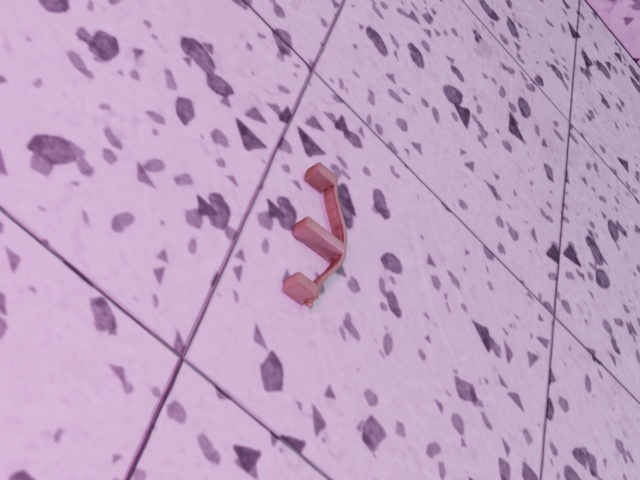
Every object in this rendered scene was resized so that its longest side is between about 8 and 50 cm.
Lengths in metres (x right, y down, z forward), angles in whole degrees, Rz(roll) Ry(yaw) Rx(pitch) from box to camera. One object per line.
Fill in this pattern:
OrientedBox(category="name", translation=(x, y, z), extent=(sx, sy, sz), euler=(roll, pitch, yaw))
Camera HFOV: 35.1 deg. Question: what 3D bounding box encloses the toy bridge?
OrientedBox(category="toy bridge", translation=(0.000, 0.000, 1.100), extent=(0.063, 0.026, 0.188), euler=(38, 41, -28))
